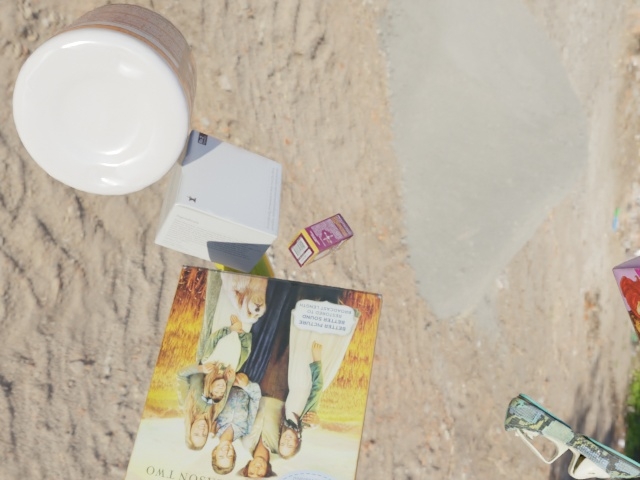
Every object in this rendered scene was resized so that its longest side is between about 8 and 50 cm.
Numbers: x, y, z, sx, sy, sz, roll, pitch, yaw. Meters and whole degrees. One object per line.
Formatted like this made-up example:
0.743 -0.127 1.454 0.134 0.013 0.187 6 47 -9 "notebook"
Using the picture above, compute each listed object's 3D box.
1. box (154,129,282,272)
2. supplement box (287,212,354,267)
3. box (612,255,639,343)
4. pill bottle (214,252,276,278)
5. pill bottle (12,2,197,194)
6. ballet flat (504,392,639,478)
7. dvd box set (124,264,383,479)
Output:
-0.174 -0.067 1.132 0.182 0.119 0.181 20 47 -21 "box"
0.000 0.000 0.981 0.083 0.055 0.043 -25 75 -36 "supplement box"
0.271 0.137 0.308 0.057 0.201 0.293 -21 90 -10 "box"
-0.147 0.055 1.270 0.103 0.103 0.184 -46 124 -45 "pill bottle"
-0.306 -0.241 1.002 0.392 0.224 0.224 -106 179 -62 "pill bottle"
0.333 0.280 0.871 0.070 0.188 0.070 -54 164 -23 "ballet flat"
-0.094 0.255 0.889 0.062 0.307 0.420 79 21 -67 "dvd box set"
